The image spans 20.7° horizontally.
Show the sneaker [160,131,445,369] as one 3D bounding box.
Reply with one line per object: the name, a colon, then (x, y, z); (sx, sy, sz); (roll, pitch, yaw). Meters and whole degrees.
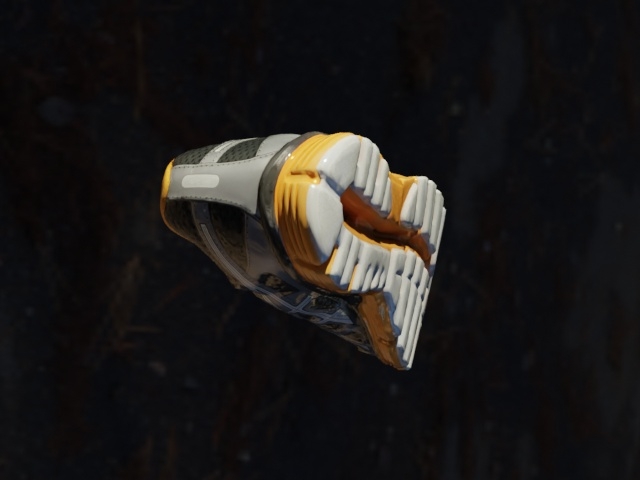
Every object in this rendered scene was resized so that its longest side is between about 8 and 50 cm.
sneaker: (0.000, 0.000, 0.778); (0.215, 0.083, 0.084); (48, 50, -65)
